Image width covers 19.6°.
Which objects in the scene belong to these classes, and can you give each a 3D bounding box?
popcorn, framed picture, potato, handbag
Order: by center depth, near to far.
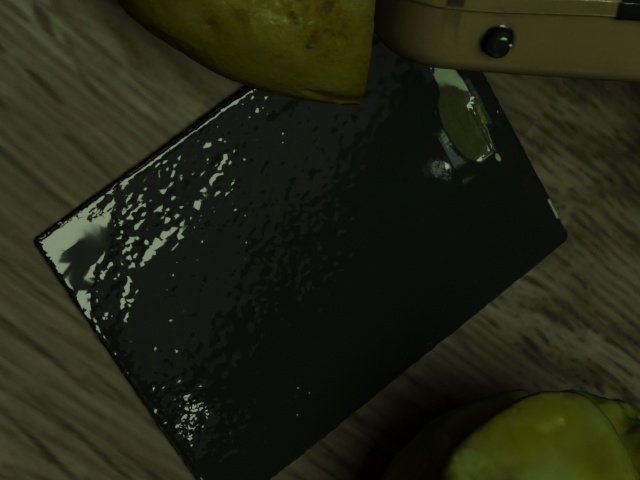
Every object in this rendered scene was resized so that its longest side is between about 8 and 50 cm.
[{"bbox_3d":[-0.052,-0.176,1.110,0.158,0.178,0.203,-5,147,-5],"label":"potato"},{"bbox_3d":[0.179,-0.206,1.151,0.302,0.283,0.149,1,120,-1],"label":"handbag"},{"bbox_3d":[0.000,0.000,1.259,0.324,0.013,0.244,-38,116,-14],"label":"framed picture"},{"bbox_3d":[0.128,0.259,1.271,0.292,0.293,0.334,40,77,16],"label":"popcorn"}]
